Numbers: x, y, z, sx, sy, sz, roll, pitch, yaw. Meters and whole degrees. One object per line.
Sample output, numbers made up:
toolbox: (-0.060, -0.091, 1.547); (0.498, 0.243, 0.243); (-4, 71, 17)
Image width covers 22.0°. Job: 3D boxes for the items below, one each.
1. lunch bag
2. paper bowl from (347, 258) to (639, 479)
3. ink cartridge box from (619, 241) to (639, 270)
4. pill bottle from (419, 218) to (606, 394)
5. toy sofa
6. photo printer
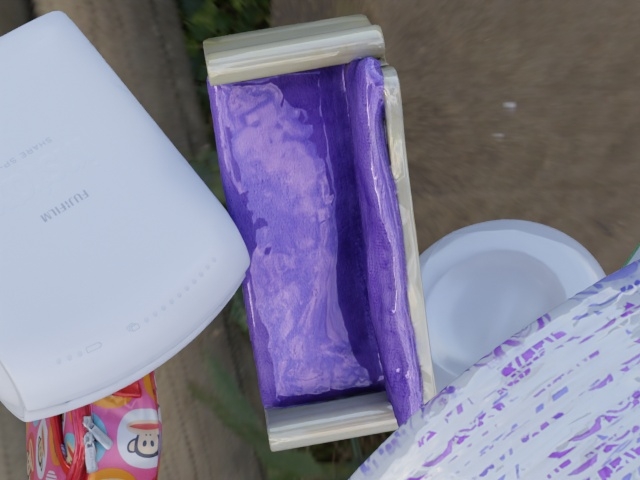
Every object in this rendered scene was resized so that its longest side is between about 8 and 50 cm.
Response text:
lunch bag: (-0.236, 0.162, 1.731); (0.120, 0.293, 0.258); (2, 132, -19)
paper bowl: (0.133, 0.141, 0.725); (0.284, 0.284, 0.148); (-39, 67, 3)
ink cartridge box: (0.278, 0.104, 1.143); (0.093, 0.154, 0.212); (-2, 122, 39)
pill bottle: (0.224, 0.167, 1.727); (0.229, 0.408, 0.229); (-9, 59, 15)
toy sofa: (0.000, 0.000, 1.408); (0.150, 0.177, 0.363); (-9, 111, -2)
photo printer: (-0.229, -0.016, 1.384); (0.256, 0.107, 0.307); (-33, 76, -25)
